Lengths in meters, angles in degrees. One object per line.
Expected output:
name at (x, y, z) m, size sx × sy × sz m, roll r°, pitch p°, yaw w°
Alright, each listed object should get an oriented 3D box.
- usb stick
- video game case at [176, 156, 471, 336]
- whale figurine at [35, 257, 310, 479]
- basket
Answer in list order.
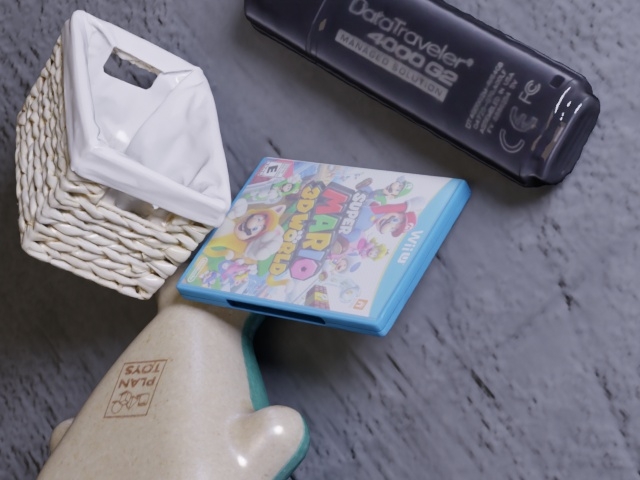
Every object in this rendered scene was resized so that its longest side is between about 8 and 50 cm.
usb stick at (0.055, -0.120, 1.058) m, size 0.278 × 0.045 × 0.077 m, roll 34°, pitch 99°, yaw 36°
video game case at (0.000, 0.000, 1.064) m, size 0.166 × 0.015 × 0.119 m, roll 9°, pitch 54°, yaw 38°
whale figurine at (-0.082, 0.140, 1.102) m, size 0.216 × 0.141 × 0.272 m, roll -10°, pitch 54°, yaw 37°
basket at (-0.139, -0.056, 1.128) m, size 0.103 × 0.113 × 0.167 m, roll -50°, pitch 32°, yaw 26°
